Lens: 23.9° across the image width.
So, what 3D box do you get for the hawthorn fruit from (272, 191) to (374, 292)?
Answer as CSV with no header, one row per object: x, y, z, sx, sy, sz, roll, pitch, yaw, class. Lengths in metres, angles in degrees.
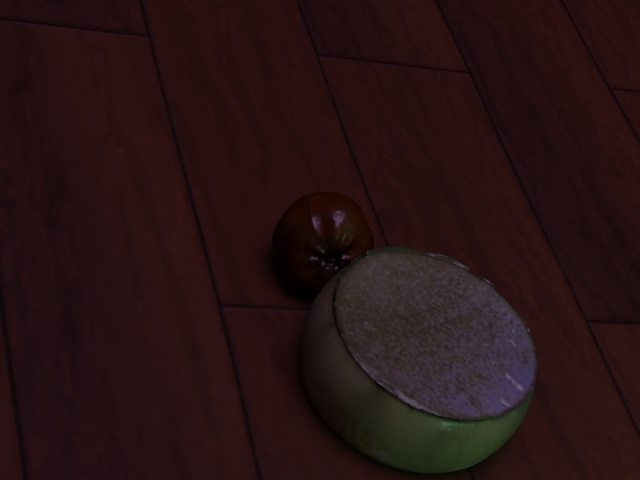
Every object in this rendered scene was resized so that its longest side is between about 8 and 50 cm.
0.000,0.000,1.795,0.128,0.128,0.128,14,41,-12,hawthorn fruit

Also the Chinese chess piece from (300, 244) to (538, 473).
0.111,0.132,1.704,0.270,0.112,0.270,14,42,-13,Chinese chess piece
